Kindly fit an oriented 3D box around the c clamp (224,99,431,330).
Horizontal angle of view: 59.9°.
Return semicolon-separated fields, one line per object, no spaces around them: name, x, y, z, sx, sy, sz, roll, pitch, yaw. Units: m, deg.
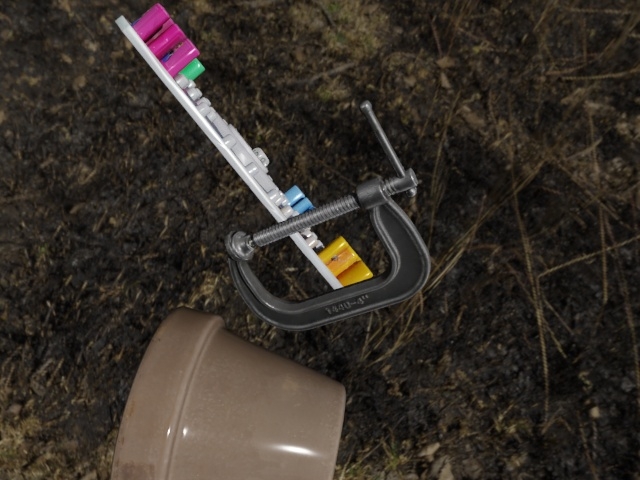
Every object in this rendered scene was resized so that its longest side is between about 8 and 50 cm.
c clamp;0.000;0.000;0.368;0.137;0.161;0.022;51;28;-26

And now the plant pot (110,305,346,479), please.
plant pot;-0.093;0.228;0.675;0.230;0.263;0.263;11;54;3

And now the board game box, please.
board game box;-0.099;-0.127;0.767;0.050;0.390;0.390;-38;108;1
